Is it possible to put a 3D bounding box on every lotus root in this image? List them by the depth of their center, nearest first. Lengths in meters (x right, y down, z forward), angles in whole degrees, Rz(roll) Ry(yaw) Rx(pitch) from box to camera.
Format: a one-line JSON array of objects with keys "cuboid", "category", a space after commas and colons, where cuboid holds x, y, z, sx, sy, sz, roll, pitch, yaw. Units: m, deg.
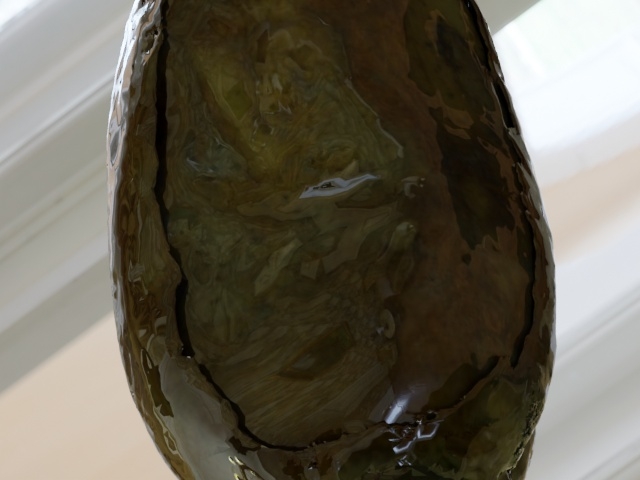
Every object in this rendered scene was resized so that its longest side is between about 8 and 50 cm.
[{"cuboid": [0.000, 0.000, 0.560, 0.152, 0.160, 0.274, 107, 158, -52], "category": "lotus root"}]
